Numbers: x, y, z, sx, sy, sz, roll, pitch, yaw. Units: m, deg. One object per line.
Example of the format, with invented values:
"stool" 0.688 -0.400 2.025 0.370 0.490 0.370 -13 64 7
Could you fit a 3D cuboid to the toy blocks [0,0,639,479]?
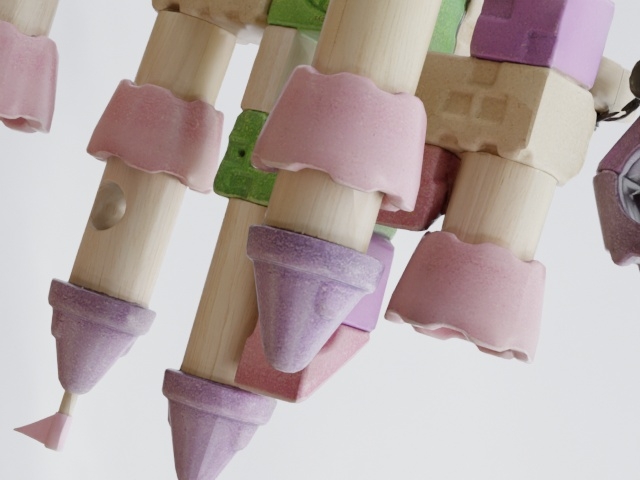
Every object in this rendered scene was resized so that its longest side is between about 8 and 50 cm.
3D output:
"toy blocks" 0.000 0.000 0.905 0.288 0.309 0.260 13 -95 41
